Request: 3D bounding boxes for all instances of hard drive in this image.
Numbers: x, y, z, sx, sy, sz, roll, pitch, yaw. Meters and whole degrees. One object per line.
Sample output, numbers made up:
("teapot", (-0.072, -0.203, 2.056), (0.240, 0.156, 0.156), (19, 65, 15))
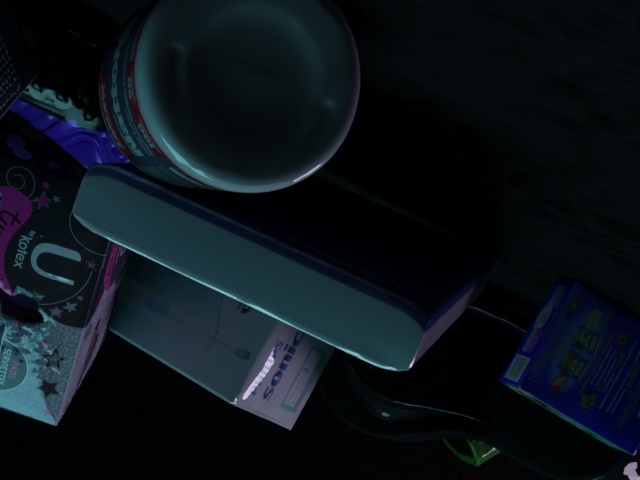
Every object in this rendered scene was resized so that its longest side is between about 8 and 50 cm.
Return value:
("hard drive", (0.000, 0.000, 0.738), (0.210, 0.040, 0.318), (24, -170, 12))

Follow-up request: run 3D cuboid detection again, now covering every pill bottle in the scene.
("pill bottle", (-0.059, -0.080, 0.572), (0.108, 0.108, 0.180), (32, 172, -19))

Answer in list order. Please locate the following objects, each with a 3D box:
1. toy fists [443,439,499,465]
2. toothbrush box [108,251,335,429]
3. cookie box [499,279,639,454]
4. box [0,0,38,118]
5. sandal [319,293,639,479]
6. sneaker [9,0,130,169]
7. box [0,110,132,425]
("toy fists", (0.169, 0.153, 1.191), (0.096, 0.142, 0.279), (63, 167, -7))
("toothbrush box", (-0.114, 0.031, 1.146), (0.295, 0.216, 0.126), (24, 172, 35))
("cookie box", (0.204, 0.094, 0.808), (0.107, 0.092, 0.040), (31, 175, -11))
("box", (-0.327, -0.148, 0.495), (0.293, 0.212, 0.395), (37, 167, -1))
("sandal", (0.124, 0.112, 1.014), (0.107, 0.168, 0.445), (30, 165, -31))
("sneaker", (-0.206, -0.131, 0.835), (0.293, 0.102, 0.146), (27, 172, 23))
("box", (-0.251, 0.014, 0.986), (0.142, 0.247, 0.163), (19, -154, -3))
